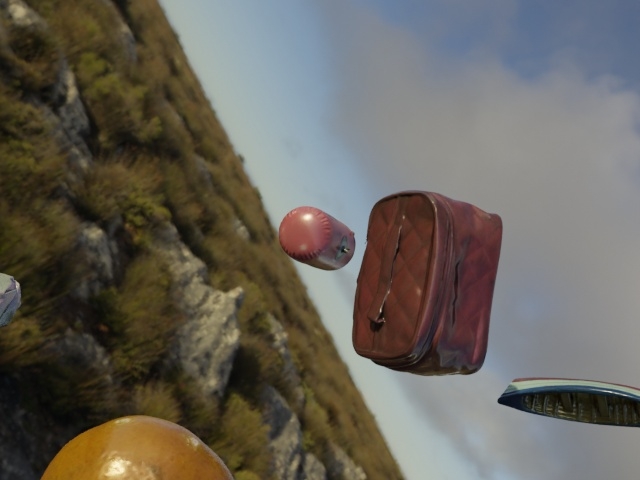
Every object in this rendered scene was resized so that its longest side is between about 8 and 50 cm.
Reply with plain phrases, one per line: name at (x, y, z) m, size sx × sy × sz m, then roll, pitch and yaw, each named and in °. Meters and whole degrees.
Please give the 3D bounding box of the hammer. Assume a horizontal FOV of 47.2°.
hammer at (0.000, 0.000, 0.516) m, size 0.043 × 0.043 × 0.083 m, roll 62°, pitch 10°, yaw 17°

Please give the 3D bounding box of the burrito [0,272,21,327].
burrito at (-0.384, 0.054, 0.673) m, size 0.064 × 0.203 × 0.064 m, roll -179°, pitch -90°, yaw -67°

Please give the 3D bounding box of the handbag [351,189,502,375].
handbag at (0.126, 0.052, 0.901) m, size 0.146 × 0.136 × 0.224 m, roll 0°, pitch -103°, yaw 57°

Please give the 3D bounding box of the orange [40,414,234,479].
orange at (-0.137, 0.206, 0.556) m, size 0.124 × 0.156 × 0.156 m, roll -82°, pitch 146°, yaw -72°

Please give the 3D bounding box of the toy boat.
toy boat at (0.373, 0.230, 1.059) m, size 0.045 × 0.229 × 0.080 m, roll -61°, pitch 139°, yaw -40°
